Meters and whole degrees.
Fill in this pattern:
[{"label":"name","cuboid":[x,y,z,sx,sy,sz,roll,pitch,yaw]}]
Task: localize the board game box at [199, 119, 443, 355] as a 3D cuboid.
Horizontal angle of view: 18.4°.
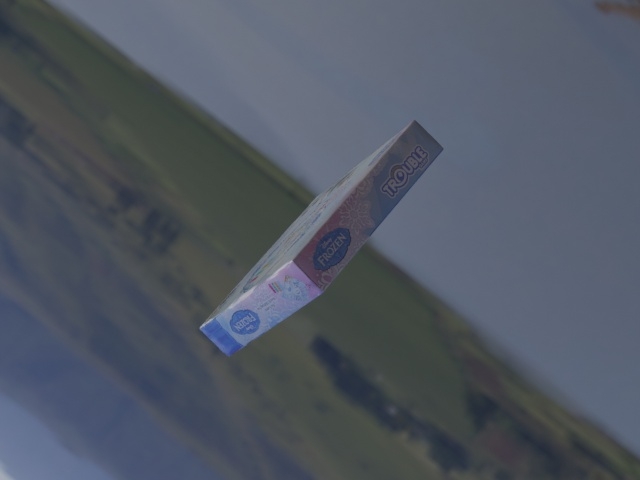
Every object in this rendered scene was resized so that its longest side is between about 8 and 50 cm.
[{"label":"board game box","cuboid":[0.000,0.000,0.807,0.020,0.090,0.090,44,147,-5]}]
